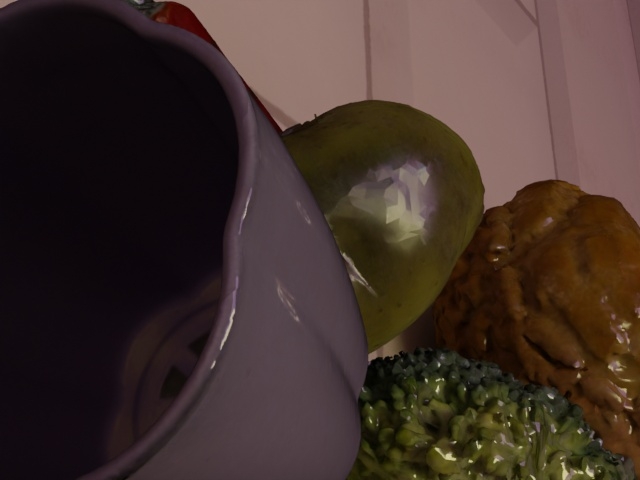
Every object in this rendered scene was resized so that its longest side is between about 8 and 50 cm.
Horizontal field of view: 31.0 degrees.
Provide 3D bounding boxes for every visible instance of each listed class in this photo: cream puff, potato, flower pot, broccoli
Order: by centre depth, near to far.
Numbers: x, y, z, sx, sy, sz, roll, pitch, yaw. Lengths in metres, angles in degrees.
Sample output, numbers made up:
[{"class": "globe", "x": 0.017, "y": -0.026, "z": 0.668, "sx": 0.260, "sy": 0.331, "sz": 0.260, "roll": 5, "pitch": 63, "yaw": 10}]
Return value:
[{"class": "flower pot", "x": -0.100, "y": 0.054, "z": 0.582, "sx": 0.243, "sy": 0.265, "sz": 0.265, "roll": 50, "pitch": 35, "yaw": -55}, {"class": "potato", "x": 0.000, "y": 0.000, "z": 0.800, "sx": 0.248, "sy": 0.143, "sz": 0.169, "roll": -37, "pitch": 94, "yaw": -16}, {"class": "broccoli", "x": 0.072, "y": 0.254, "z": 0.829, "sx": 0.397, "sy": 0.275, "sz": 0.353, "roll": -32, "pitch": 85, "yaw": -39}, {"class": "cream puff", "x": 0.239, "y": 0.116, "z": 1.095, "sx": 0.343, "sy": 0.231, "sz": 0.327, "roll": 59, "pitch": 14, "yaw": -12}]

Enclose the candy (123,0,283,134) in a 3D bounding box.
[{"class": "candy", "x": -0.089, "y": -0.100, "z": 0.846, "sx": 0.292, "sy": 0.059, "sz": 0.086, "roll": 55, "pitch": 35, "yaw": -26}]
